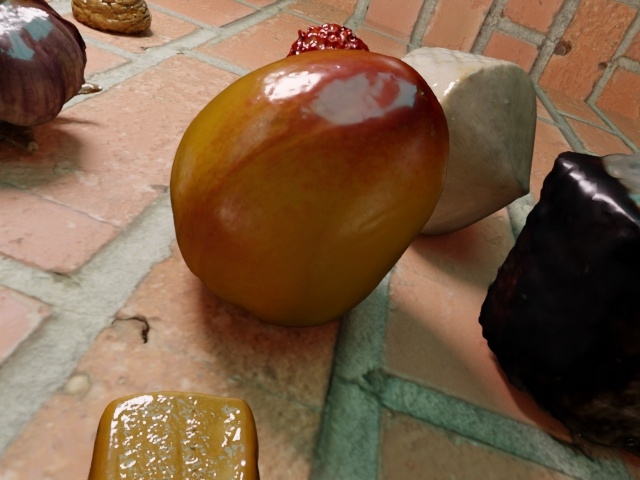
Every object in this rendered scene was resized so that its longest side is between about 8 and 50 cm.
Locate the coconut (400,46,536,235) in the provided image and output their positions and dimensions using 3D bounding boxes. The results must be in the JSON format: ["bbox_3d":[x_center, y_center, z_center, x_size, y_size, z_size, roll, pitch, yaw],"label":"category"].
[{"bbox_3d":[0.209,-0.153,0.872,0.328,0.329,0.329,15,32,-9],"label":"coconut"}]

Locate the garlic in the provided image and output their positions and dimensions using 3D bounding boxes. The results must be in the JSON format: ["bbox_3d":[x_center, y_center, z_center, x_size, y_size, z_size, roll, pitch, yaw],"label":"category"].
[{"bbox_3d":[-0.429,-0.264,0.696,0.245,0.160,0.245,14,39,-12],"label":"garlic"}]

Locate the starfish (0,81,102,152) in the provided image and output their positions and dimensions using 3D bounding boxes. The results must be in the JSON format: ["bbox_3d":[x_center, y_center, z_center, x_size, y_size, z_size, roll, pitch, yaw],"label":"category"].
[{"bbox_3d":[-0.462,-0.190,0.761,0.295,0.048,0.231,-5,45,-27],"label":"starfish"}]

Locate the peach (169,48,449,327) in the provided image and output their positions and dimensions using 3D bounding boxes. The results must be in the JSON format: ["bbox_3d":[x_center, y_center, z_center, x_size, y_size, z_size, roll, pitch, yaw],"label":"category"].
[{"bbox_3d":[-0.011,-0.071,0.593,0.289,0.308,0.289,21,27,-11],"label":"peach"}]

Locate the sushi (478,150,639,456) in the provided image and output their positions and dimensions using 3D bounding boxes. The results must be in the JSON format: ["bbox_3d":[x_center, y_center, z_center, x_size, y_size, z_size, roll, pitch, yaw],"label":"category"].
[{"bbox_3d":[0.365,0.060,0.622,0.299,0.294,0.281,21,35,3],"label":"sushi"}]

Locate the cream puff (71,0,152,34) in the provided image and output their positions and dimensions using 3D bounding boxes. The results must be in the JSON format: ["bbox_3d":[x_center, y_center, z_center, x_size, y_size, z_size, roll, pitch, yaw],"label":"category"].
[{"bbox_3d":[-0.481,-0.592,1.251,0.183,0.169,0.183,14,32,-9],"label":"cream puff"}]

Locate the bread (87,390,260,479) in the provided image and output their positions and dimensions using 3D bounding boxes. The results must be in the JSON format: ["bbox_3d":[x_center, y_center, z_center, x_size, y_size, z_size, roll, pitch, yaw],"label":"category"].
[{"bbox_3d":[-0.097,0.194,0.353,0.116,0.077,0.200,9,35,-21],"label":"bread"}]

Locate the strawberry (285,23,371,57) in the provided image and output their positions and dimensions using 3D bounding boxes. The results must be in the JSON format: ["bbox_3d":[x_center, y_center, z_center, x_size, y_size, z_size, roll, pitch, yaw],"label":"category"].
[{"bbox_3d":[0.027,-0.343,1.173,0.205,0.205,0.244,8,54,-20],"label":"strawberry"}]
